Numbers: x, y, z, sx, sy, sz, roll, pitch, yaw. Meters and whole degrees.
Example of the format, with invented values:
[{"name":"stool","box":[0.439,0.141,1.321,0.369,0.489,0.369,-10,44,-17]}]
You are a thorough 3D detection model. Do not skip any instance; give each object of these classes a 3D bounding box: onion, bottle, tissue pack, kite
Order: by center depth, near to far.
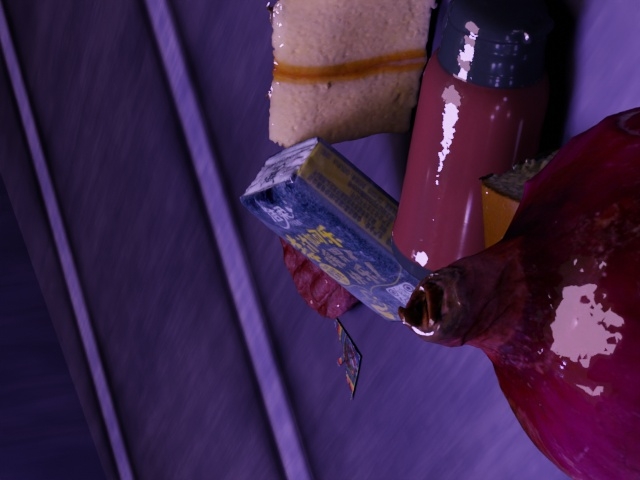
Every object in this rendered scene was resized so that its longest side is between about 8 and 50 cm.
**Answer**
[{"name":"onion","box":[0.241,0.054,1.506,0.348,0.385,0.348,-178,90,-64]},{"name":"bottle","box":[0.169,-0.114,1.911,0.144,0.144,0.336,54,145,44]},{"name":"tissue pack","box":[0.043,-0.005,2.145,0.257,0.081,0.185,40,161,-14]},{"name":"kite","box":[0.038,0.162,2.514,0.090,0.004,0.122,153,105,-67]}]

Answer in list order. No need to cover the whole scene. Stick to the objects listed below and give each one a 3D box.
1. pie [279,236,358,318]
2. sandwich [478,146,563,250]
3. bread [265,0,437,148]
[{"name":"pie","box":[0.000,0.000,2.467,0.204,0.054,0.219,-17,87,67]},{"name":"sandwich","box":[0.237,0.036,1.845,0.128,0.122,0.236,-142,43,-63]},{"name":"bread","box":[-0.001,-0.274,2.177,0.236,0.198,0.263,-115,24,-43]}]
